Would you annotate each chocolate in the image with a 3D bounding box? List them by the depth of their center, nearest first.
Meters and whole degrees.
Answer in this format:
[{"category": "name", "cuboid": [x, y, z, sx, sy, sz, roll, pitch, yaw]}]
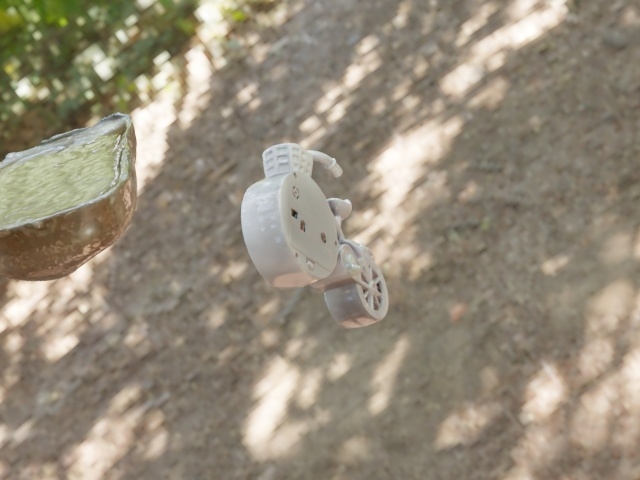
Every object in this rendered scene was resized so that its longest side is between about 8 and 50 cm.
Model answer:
[{"category": "chocolate", "cuboid": [-0.234, -0.028, 1.400, 0.161, 0.083, 0.261, -16, 21, 3]}]

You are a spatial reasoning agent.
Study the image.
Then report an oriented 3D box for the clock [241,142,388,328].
[{"category": "clock", "cuboid": [0.000, 0.000, 0.910, 0.041, 0.129, 0.087, -17, 53, 27]}]
